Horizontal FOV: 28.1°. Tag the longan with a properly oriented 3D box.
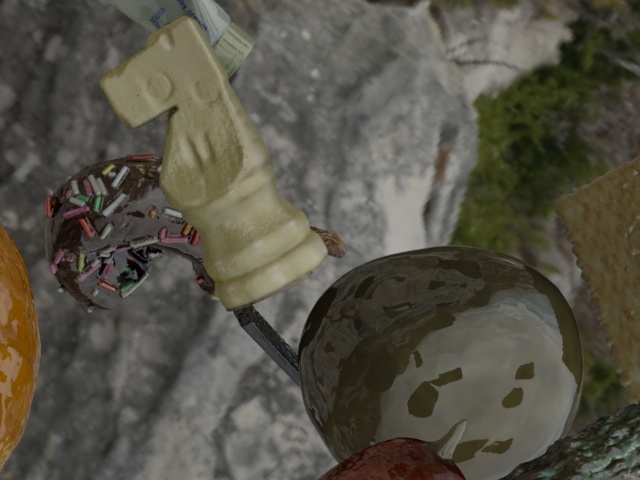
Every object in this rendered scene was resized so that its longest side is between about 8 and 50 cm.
[{"bbox_3d":[0.153,0.161,1.606,0.361,0.361,0.361,-24,136,-26],"label":"longan"}]

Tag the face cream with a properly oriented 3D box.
[{"bbox_3d":[-0.197,-0.307,1.710,0.224,0.070,0.114,36,130,-14],"label":"face cream"}]

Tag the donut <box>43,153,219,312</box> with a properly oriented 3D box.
[{"bbox_3d":[-0.254,-0.009,1.883,0.345,0.136,0.259,-6,145,11],"label":"donut"}]

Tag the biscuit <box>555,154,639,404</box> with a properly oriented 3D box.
[{"bbox_3d":[0.454,0.041,1.700,0.217,0.324,0.044,-31,153,28],"label":"biscuit"}]

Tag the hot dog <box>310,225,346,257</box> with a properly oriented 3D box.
[{"bbox_3d":[0.000,0.000,1.901,0.083,0.058,0.035,18,89,-25],"label":"hot dog"}]

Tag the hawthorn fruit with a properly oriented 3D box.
[{"bbox_3d":[0.059,0.264,1.129,0.199,0.199,0.251,28,92,-50],"label":"hawthorn fruit"}]

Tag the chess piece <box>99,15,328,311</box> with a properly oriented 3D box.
[{"bbox_3d":[-0.077,-0.056,0.916,0.090,0.090,0.200,-31,99,-19],"label":"chess piece"}]

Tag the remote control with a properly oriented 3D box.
[{"bbox_3d":[-0.033,0.173,1.724,0.025,0.063,0.245,-38,120,4],"label":"remote control"}]

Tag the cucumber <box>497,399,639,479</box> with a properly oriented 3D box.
[{"bbox_3d":[0.219,0.148,0.847,0.359,0.096,0.096,-17,132,-32],"label":"cucumber"}]

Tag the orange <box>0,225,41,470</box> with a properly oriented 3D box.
[{"bbox_3d":[-0.400,0.103,1.083,0.341,0.340,0.293,-39,150,-10],"label":"orange"}]
